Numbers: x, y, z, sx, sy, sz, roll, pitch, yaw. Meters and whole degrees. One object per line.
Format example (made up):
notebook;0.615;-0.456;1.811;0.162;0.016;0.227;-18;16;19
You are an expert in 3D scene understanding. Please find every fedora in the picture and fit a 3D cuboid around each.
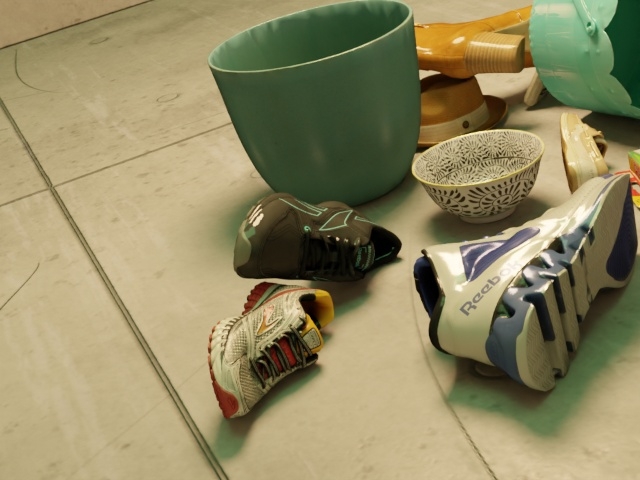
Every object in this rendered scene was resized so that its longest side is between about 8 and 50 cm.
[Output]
fedora;0.191;-0.212;1.744;0.194;0.079;0.194;-13;25;6

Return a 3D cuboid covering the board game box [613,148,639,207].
board game box;0.503;-0.101;1.391;0.259;0.039;0.124;-16;24;5

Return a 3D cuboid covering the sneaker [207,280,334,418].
sneaker;-0.051;0.106;1.191;0.092;0.088;0.225;-3;27;22

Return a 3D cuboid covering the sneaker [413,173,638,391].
sneaker;0.202;0.025;1.174;0.182;0.127;0.315;7;34;35

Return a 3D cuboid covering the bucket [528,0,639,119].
bucket;0.441;-0.298;1.575;0.281;0.281;0.183;-27;23;-26

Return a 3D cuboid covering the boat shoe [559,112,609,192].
boat shoe;0.349;-0.118;1.484;0.059;0.063;0.170;-7;35;11

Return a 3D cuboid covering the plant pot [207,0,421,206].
plant pot;0.012;-0.184;1.598;0.293;0.235;0.293;-13;25;6

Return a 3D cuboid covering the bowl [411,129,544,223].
bowl;0.207;-0.072;1.436;0.170;0.080;0.170;-13;24;6

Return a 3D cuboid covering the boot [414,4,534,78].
boot;0.241;-0.321;1.769;0.211;0.104;0.295;9;23;24

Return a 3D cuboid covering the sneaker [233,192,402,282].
sneaker;0.000;0.000;1.317;0.106;0.101;0.267;20;17;29

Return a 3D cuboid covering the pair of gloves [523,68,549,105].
pair of gloves;0.401;-0.333;1.756;0.042;0.204;0.240;36;47;17
